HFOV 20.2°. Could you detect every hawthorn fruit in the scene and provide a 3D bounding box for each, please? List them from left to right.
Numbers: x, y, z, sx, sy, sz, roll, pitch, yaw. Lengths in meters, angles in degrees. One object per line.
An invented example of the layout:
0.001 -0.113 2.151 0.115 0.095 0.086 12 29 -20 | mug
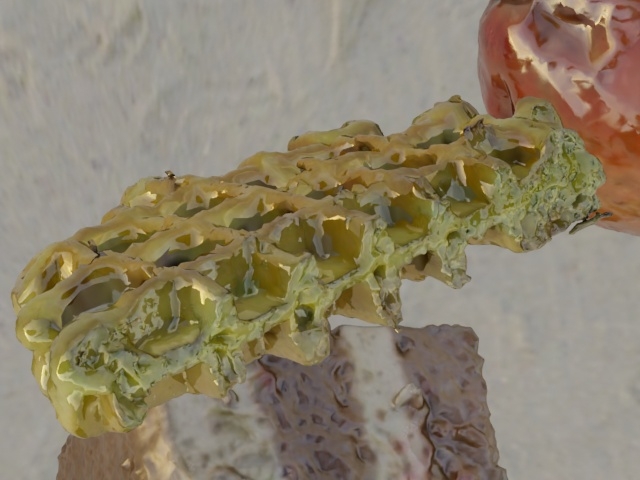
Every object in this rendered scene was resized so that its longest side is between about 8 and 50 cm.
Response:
0.167 -0.101 0.937 0.262 0.210 0.211 10 84 -32 | hawthorn fruit

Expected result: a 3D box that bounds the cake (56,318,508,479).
-0.028 0.217 1.334 0.290 0.282 0.256 2 60 -26 | cake

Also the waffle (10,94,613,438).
0.000 0.000 0.554 0.192 0.160 0.046 -12 108 -3 | waffle
